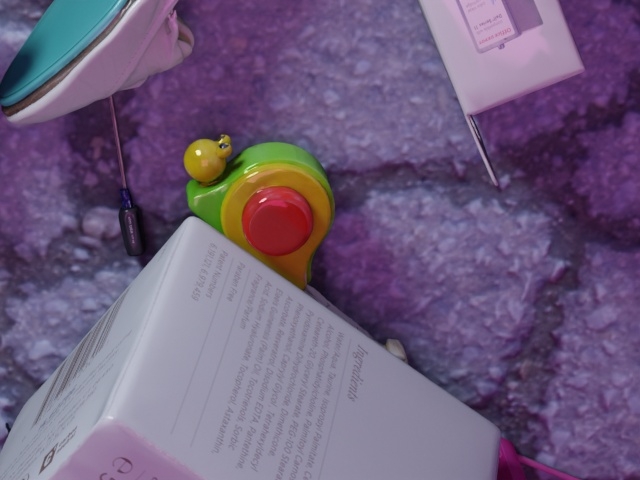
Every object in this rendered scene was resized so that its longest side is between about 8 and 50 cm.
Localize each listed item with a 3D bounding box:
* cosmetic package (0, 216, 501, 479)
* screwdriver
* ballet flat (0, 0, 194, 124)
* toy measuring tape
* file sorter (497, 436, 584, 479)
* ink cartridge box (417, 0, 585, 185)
[{"bbox_3d":[-0.086,0.263,1.662,0.393,0.327,0.329,35,121,-12],"label":"cosmetic package"},{"bbox_3d":[-0.199,-0.066,1.752,0.025,0.024,0.170,-5,104,30],"label":"screwdriver"},{"bbox_3d":[-0.142,-0.245,1.647,0.139,0.139,0.400,36,103,-13],"label":"ballet flat"},{"bbox_3d":[0.000,0.000,1.738,0.121,0.121,0.330,-44,114,11],"label":"toy measuring tape"},{"bbox_3d":[0.210,0.397,1.823,0.182,0.202,0.291,23,106,-11],"label":"file sorter"},{"bbox_3d":[0.141,-0.249,1.604,0.119,0.207,0.353,-21,109,6],"label":"ink cartridge box"}]
